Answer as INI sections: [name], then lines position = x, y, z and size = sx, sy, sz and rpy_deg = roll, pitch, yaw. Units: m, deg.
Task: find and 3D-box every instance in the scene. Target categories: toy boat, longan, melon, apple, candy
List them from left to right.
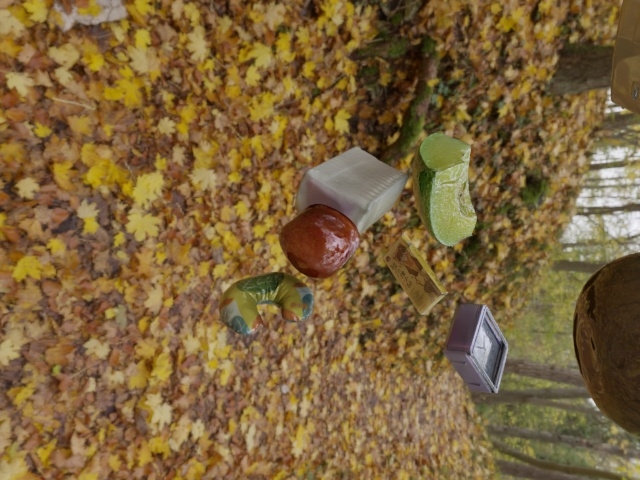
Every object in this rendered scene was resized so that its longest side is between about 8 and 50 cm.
[apple]
position = 0.000, 0.000, 1.160
size = 0.168, 0.181, 0.181
rpy_deg = 50, 30, -1
[candy]
position = 0.098, -0.144, 1.415
size = 0.358, 0.208, 0.145
rpy_deg = -39, 157, -54
[melon]
position = 0.410, -0.145, 1.584
size = 0.331, 0.225, 0.344
rpy_deg = -78, 168, -57
[longan]
position = 0.456, 0.144, 0.643
size = 0.215, 0.245, 0.246
rpy_deg = 103, -3, -64
[toy boat]
position = 0.518, -0.311, 0.705
size = 0.270, 0.140, 0.141
rpy_deg = 80, 22, -44

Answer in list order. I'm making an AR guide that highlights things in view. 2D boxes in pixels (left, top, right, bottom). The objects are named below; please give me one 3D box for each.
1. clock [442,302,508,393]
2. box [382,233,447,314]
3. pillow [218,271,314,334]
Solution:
[clock]
position = 0.378, 0.261, 1.161
size = 0.193, 0.073, 0.145
rpy_deg = 52, 51, -32
[box]
position = 0.180, 0.064, 0.935
size = 0.020, 0.073, 0.149
rpy_deg = -7, 53, -38
[pillow]
position = -0.129, 0.152, 1.170
size = 0.214, 0.233, 0.086
rpy_deg = -131, -141, -55
